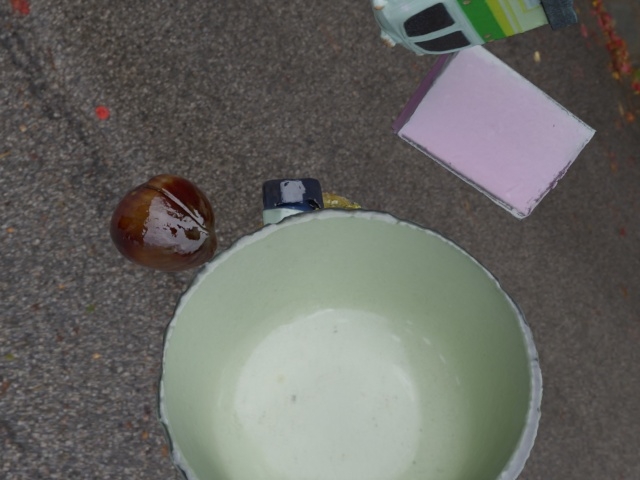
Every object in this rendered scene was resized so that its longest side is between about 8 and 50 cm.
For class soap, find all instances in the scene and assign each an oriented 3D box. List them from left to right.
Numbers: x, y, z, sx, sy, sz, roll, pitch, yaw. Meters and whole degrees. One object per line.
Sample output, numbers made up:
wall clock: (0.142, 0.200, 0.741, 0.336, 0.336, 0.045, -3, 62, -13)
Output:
soap: (0.262, -0.173, 1.049, 0.259, 0.181, 0.081, 31, 16, -13)

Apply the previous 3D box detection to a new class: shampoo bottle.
shampoo bottle: (-0.021, 0.087, 1.028, 0.134, 0.078, 0.360, -5, 89, -55)

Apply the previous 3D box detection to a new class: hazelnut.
hazelnut: (-0.319, -0.029, 1.416, 0.229, 0.229, 0.230, 16, 67, -45)

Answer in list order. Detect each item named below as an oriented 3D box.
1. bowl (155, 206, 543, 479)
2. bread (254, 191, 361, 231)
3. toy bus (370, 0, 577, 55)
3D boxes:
bowl: (0.016, 0.094, 0.409, 0.112, 0.211, 0.211, 89, 20, -52)
bread: (0.000, 0.000, 1.344, 0.246, 0.176, 0.195, -28, 58, -37)
toy bus: (0.102, -0.299, 0.550, 0.133, 0.164, 0.276, 15, 62, -62)
